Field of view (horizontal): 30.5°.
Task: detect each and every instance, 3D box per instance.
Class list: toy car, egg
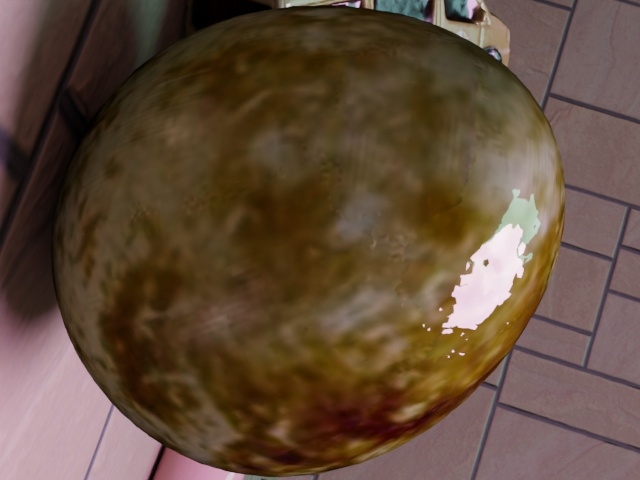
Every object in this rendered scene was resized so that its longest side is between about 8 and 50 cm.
[{"bbox_3d":[0.029,-0.150,0.802,0.257,0.101,0.124,-20,126,-42],"label":"toy car"},{"bbox_3d":[-0.004,-0.004,0.601,0.289,0.238,0.238,-23,-147,40],"label":"egg"}]

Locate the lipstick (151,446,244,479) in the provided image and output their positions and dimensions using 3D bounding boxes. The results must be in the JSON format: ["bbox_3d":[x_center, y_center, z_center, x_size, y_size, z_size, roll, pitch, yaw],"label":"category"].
[{"bbox_3d":[-0.090,0.152,1.226,0.087,0.087,0.326,98,11,-62],"label":"lipstick"}]
